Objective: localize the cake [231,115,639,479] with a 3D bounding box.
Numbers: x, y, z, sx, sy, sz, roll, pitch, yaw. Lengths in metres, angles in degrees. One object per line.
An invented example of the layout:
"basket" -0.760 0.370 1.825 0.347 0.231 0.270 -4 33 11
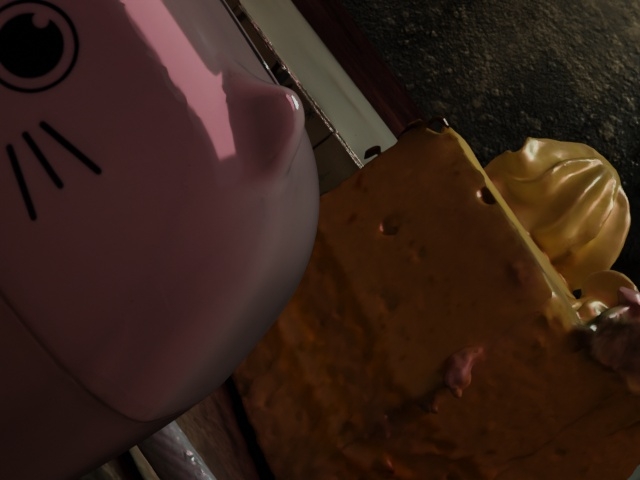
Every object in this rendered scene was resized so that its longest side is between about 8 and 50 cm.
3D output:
"cake" 0.105 0.065 1.236 0.222 0.286 0.227 42 16 -45

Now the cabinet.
"cabinet" -0.048 -0.078 1.376 0.206 0.145 0.150 53 18 1

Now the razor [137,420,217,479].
"razor" -0.062 0.136 0.946 0.232 0.068 0.106 53 9 21

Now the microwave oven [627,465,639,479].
"microwave oven" 0.420 0.348 1.852 0.286 0.218 0.355 60 13 25

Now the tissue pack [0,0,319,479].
"tissue pack" -0.148 -0.068 0.737 0.333 0.236 0.229 55 10 5
